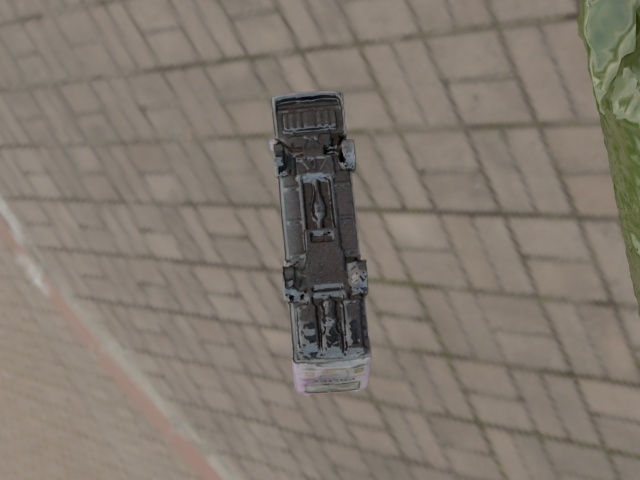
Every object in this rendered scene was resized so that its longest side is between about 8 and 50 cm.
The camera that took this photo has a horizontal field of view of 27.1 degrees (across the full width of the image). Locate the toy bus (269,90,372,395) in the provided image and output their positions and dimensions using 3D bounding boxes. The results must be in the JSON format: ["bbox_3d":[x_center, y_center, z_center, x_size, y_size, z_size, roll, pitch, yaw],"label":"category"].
[{"bbox_3d":[0.000,0.000,0.571,0.052,0.037,0.131,87,177,-61],"label":"toy bus"}]

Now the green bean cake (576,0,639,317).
[{"bbox_3d":[0.269,-0.118,0.543,0.319,0.335,0.218,-7,146,16],"label":"green bean cake"}]
